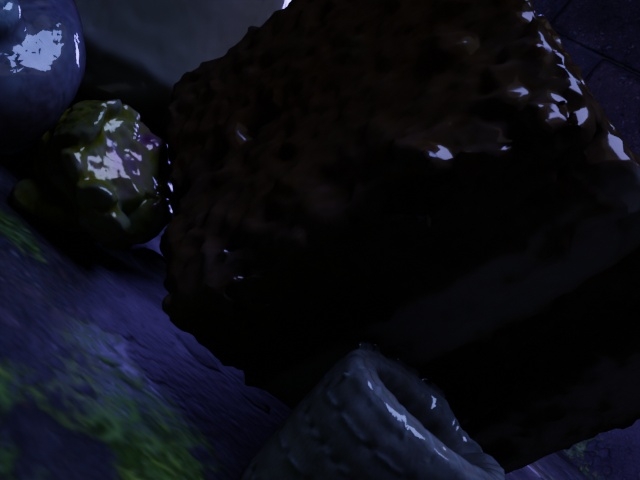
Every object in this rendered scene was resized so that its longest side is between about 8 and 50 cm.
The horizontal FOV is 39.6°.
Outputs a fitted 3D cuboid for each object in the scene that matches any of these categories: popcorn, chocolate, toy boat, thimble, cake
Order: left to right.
[{"bbox_3d":[-0.218,-0.146,0.502,0.155,0.085,0.227,-15,57,-37],"label":"toy boat"},{"bbox_3d":[-0.143,-0.044,0.582,0.109,0.089,0.097,-71,143,-53],"label":"popcorn"},{"bbox_3d":[-0.155,-0.226,0.758,0.314,0.297,0.326,24,-13,48],"label":"chocolate"},{"bbox_3d":[0.029,0.114,0.429,0.102,0.090,0.115,44,6,26],"label":"thimble"},{"bbox_3d":[0.077,-0.019,0.589,0.290,0.255,0.282,47,22,-39],"label":"cake"}]

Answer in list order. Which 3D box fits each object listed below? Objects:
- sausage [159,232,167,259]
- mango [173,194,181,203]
[{"bbox_3d":[-0.100,0.018,0.759,0.083,0.034,0.034,38,4,-25],"label":"sausage"},{"bbox_3d":[-0.123,-0.161,1.012,0.176,0.176,0.330,56,-16,37],"label":"mango"}]
